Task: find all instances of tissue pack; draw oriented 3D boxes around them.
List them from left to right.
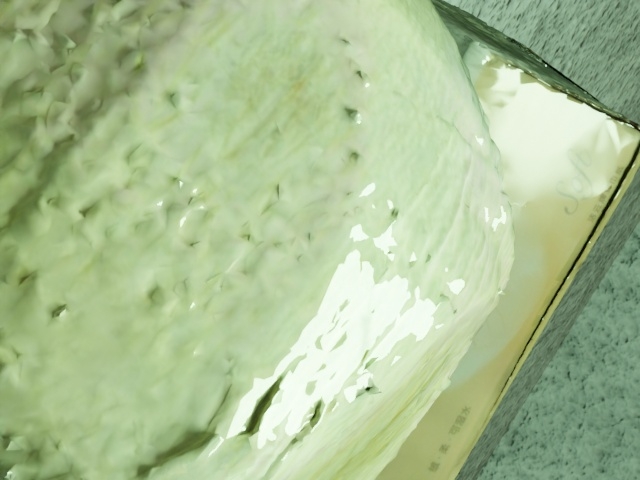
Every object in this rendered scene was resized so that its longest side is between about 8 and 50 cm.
[{"bbox_3d":[0.000,0.000,1.034,0.305,0.238,0.238,-62,162,13],"label":"tissue pack"}]

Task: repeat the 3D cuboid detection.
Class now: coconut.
[{"bbox_3d":[-0.075,-0.022,0.637,0.254,0.297,0.297,-45,159,-14],"label":"coconut"}]
